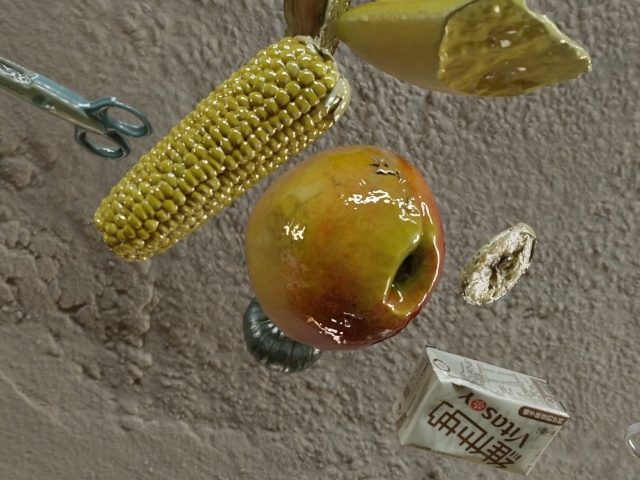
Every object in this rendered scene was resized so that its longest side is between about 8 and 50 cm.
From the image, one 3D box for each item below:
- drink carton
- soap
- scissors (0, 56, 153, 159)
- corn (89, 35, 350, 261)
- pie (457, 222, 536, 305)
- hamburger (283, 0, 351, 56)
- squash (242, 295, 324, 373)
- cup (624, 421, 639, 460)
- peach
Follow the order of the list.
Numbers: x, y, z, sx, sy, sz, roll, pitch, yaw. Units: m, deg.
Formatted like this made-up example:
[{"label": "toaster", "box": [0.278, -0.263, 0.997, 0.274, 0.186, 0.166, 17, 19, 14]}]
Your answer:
[{"label": "drink carton", "box": [0.352, 0.385, 1.176, 0.325, 0.132, 0.194, 18, 111, -10]}, {"label": "soap", "box": [0.203, -0.318, 0.887, 0.306, 0.427, 0.115, 9, 103, -29]}, {"label": "scissors", "box": [-0.400, -0.211, 0.784, 0.138, 0.041, 0.289, -26, 140, 37]}, {"label": "corn", "box": [-0.089, -0.080, 0.472, 0.260, 0.091, 0.091, -38, 93, 2]}, {"label": "pie", "box": [0.475, 0.070, 1.412, 0.274, 0.055, 0.274, -22, 136, -24]}, {"label": "hamburger", "box": [-0.007, -0.451, 1.053, 0.136, 0.155, 0.207, -2, 127, 1]}, {"label": "squash", "box": [-0.084, 0.211, 1.263, 0.218, 0.218, 0.172, -9, 157, -6]}, {"label": "cup", "box": [0.620, 0.343, 0.864, 0.173, 0.134, 0.142, -40, 96, 12]}, {"label": "peach", "box": [0.025, 0.005, 0.883, 0.290, 0.373, 0.372, -8, 118, -32]}]
